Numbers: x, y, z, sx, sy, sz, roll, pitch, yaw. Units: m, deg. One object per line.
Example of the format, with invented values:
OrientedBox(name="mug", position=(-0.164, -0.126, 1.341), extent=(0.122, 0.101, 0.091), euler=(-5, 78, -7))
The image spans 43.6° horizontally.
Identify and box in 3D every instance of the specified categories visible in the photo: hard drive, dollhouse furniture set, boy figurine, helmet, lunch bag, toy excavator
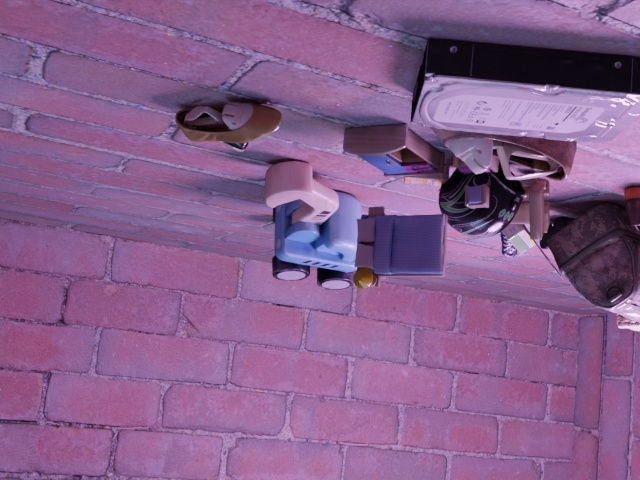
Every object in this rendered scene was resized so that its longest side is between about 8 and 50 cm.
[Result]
OrientedBox(name="hard drive", position=(0.318, -0.223, 1.242), extent=(0.338, 0.064, 0.237), euler=(5, 171, 1))
OrientedBox(name="dollhouse furniture set", position=(0.440, -0.074, 1.788), extent=(0.123, 0.144, 0.151), euler=(3, -154, 22))
OrientedBox(name="boy figurine", position=(0.742, 0.006, 2.226), extent=(0.285, 0.092, 0.177), euler=(15, 165, -26))
OrientedBox(name="helmet", position=(0.336, -0.086, 1.711), extent=(0.169, 0.169, 0.161), euler=(15, 126, -42))
OrientedBox(name="dollhouse furniture set", position=(0.181, -0.055, 1.587), extent=(0.286, 0.304, 0.198), euler=(0, 169, 31))
OrientedBox(name="lunch bag", position=(0.753, 0.078, 1.999), extent=(0.305, 0.256, 0.212), euler=(17, 136, -44))
OrientedBox(name="toy excavator", position=(-0.007, -0.059, 2.099), extent=(0.432, 0.223, 0.445), euler=(11, 155, -26))

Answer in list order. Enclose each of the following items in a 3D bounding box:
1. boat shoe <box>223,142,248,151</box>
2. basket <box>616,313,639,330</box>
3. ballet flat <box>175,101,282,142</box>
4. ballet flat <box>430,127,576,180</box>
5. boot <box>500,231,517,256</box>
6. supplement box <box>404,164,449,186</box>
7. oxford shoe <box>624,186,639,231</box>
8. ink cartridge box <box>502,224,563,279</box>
OrientedBox(name="boat shoe", position=(-0.207, -0.223, 1.628), extent=(0.132, 0.049, 0.042), euler=(18, 134, -18))
OrientedBox(name="basket", position=(1.058, 0.133, 2.258), extent=(0.331, 0.267, 0.328), euler=(11, 170, -17))
OrientedBox(name="ballet flat", position=(-0.181, -0.225, 1.508), extent=(0.232, 0.080, 0.073), euler=(-2, 152, 34))
OrientedBox(name="ballet flat", position=(0.320, -0.167, 1.429), extent=(0.315, 0.106, 0.107), euler=(9, 171, -15))
OrientedBox(name="boot", position=(0.545, -0.007, 2.274), extent=(0.069, 0.086, 0.190), euler=(3, 170, 16))
OrientedBox(name="supplement box", position=(0.238, -0.147, 1.797), extent=(0.098, 0.036, 0.062), euler=(5, 171, 6))
OrientedBox(name="oxford shoe", position=(0.783, -0.044, 1.857), extent=(0.271, 0.099, 0.096), euler=(16, 166, -38))
OrientedBox(name="ink cartridge box", position=(0.502, 0.002, 1.979), extent=(0.056, 0.235, 0.171), euler=(-34, 156, 14))
